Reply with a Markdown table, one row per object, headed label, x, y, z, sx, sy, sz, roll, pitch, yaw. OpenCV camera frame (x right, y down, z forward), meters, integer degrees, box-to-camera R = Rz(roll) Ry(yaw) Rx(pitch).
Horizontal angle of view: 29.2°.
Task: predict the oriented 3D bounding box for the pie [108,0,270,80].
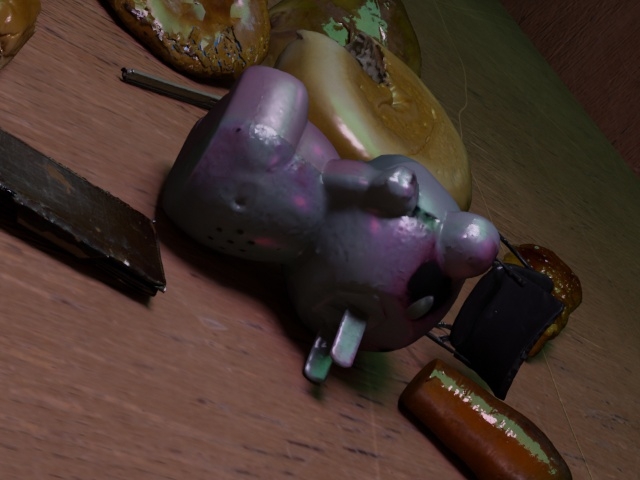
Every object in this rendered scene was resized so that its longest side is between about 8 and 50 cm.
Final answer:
| label | x | y | z | sx | sy | sz | roll | pitch | yaw |
| --- | --- | --- | --- | --- | --- | --- | --- | --- | --- |
| pie | -0.167 | -0.312 | 1.567 | 0.273 | 0.069 | 0.273 | 21 | 53 | -31 |

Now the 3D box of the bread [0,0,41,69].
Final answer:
| label | x | y | z | sx | sy | sz | roll | pitch | yaw |
| --- | --- | --- | --- | --- | --- | --- | --- | --- | --- |
| bread | -0.321 | -0.218 | 1.132 | 0.125 | 0.082 | 0.106 | 40 | 14 | -21 |

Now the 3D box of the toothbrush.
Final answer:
| label | x | y | z | sx | sy | sz | roll | pitch | yaw |
| --- | --- | --- | --- | --- | --- | --- | --- | --- | --- |
| toothbrush | -0.133 | -0.166 | 1.473 | 0.294 | 0.026 | 0.028 | 17 | 48 | -52 |

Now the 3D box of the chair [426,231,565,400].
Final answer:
| label | x | y | z | sx | sy | sz | roll | pitch | yaw |
| --- | --- | --- | --- | --- | --- | --- | --- | --- | --- |
| chair | 0.198 | 0.081 | 1.378 | 0.145 | 0.140 | 0.221 | 22 | 13 | -42 |

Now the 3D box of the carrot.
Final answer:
| label | x | y | z | sx | sy | sz | roll | pitch | yaw |
| --- | --- | --- | --- | --- | --- | --- | --- | --- | --- |
| carrot | 0.173 | 0.201 | 1.263 | 0.193 | 0.087 | 0.087 | 45 | 20 | 7 |

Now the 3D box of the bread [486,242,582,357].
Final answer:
| label | x | y | z | sx | sy | sz | roll | pitch | yaw |
| --- | --- | --- | --- | --- | --- | --- | --- | --- | --- |
| bread | 0.297 | 0.074 | 1.754 | 0.139 | 0.077 | 0.271 | 45 | 23 | 9 |

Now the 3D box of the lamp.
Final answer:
| label | x | y | z | sx | sy | sz | roll | pitch | yaw |
| --- | --- | --- | --- | --- | --- | --- | --- | --- | --- |
| lamp | 0.000 | 0.000 | 1.189 | 0.301 | 0.247 | 0.247 | 31 | 54 | -16 |

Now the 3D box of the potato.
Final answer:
| label | x | y | z | sx | sy | sz | roll | pitch | yaw |
| --- | --- | --- | --- | --- | --- | --- | --- | --- | --- |
| potato | 0.033 | -0.277 | 1.770 | 0.246 | 0.196 | 0.299 | 40 | 22 | -8 |

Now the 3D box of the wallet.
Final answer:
| label | x | y | z | sx | sy | sz | roll | pitch | yaw |
| --- | --- | --- | --- | --- | --- | --- | --- | --- | --- |
| wallet | -0.229 | -0.035 | 1.033 | 0.232 | 0.031 | 0.122 | 35 | 18 | -30 |

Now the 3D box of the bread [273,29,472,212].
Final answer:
| label | x | y | z | sx | sy | sz | roll | pitch | yaw |
| --- | --- | --- | --- | --- | --- | --- | --- | --- | --- |
| bread | 0.053 | -0.110 | 1.514 | 0.333 | 0.160 | 0.333 | 36 | 31 | -25 |
